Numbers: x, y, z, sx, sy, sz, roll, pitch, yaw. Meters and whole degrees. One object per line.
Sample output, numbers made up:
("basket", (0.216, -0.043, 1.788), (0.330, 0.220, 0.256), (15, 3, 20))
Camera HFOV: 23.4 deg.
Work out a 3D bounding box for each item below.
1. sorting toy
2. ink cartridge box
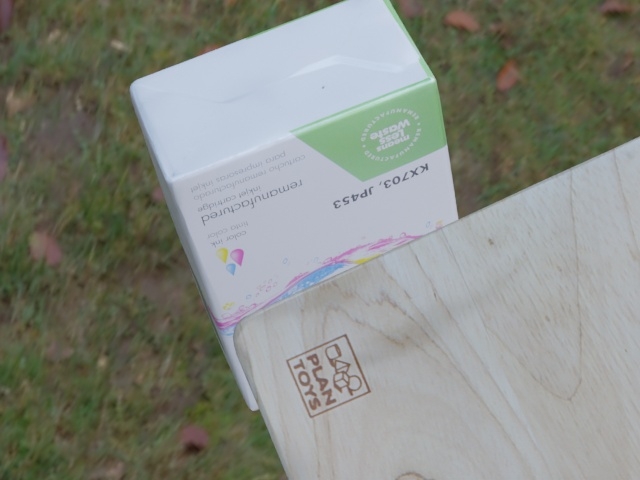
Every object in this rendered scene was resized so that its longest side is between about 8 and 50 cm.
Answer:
("sorting toy", (0.139, 0.098, 0.554), (0.255, 0.089, 0.257), (-25, 80, 7))
("ink cartridge box", (0.000, 0.000, 1.215), (0.207, 0.353, 0.119), (-22, 49, -6))
